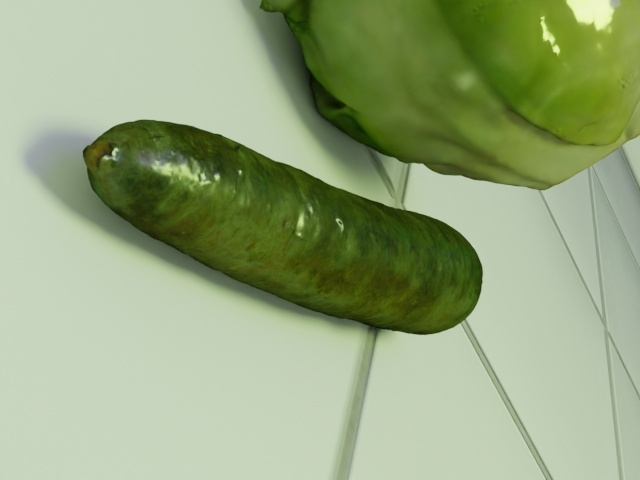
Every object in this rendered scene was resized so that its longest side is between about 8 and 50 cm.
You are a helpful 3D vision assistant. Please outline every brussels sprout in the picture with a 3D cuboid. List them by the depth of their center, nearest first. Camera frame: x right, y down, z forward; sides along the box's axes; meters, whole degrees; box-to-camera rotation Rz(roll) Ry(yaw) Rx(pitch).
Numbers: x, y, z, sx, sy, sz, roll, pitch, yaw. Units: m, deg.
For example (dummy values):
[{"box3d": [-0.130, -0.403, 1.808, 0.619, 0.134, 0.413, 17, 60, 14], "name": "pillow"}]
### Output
[{"box3d": [0.096, -0.161, 0.761, 0.294, 0.227, 0.259, 43, 30, 2], "name": "brussels sprout"}]

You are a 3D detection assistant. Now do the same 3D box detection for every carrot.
[{"box3d": [0.000, 0.000, 0.571, 0.358, 0.074, 0.074, 20, 52, -61], "name": "carrot"}]
